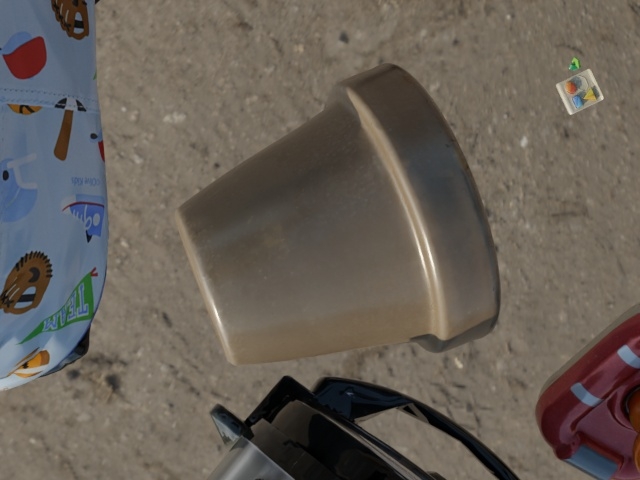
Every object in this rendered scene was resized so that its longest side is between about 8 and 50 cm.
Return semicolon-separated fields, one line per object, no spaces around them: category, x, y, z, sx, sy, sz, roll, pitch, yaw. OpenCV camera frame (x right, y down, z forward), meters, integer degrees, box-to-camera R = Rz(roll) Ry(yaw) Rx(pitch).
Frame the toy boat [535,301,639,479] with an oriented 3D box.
toy boat;0.312;0.161;0.853;0.151;0.151;0.231;30;122;-14

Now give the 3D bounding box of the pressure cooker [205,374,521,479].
pressure cooker;0.015;0.348;0.875;0.420;0.375;0.370;-49;117;-12

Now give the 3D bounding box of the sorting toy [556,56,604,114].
sorting toy;0.424;-0.258;1.535;0.062;0.012;0.083;-25;90;17

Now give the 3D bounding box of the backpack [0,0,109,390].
backpack;-0.220;-0.043;0.418;0.276;0.213;0.263;-9;97;26

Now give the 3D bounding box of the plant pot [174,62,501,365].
plant pot;0.000;0.000;0.826;0.229;0.263;0.263;-20;118;-9
